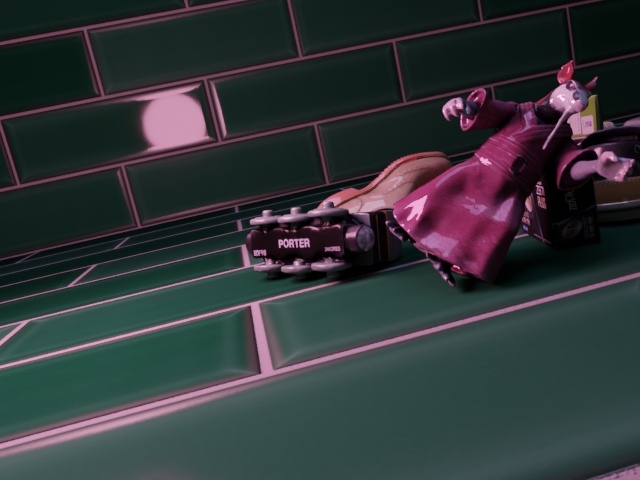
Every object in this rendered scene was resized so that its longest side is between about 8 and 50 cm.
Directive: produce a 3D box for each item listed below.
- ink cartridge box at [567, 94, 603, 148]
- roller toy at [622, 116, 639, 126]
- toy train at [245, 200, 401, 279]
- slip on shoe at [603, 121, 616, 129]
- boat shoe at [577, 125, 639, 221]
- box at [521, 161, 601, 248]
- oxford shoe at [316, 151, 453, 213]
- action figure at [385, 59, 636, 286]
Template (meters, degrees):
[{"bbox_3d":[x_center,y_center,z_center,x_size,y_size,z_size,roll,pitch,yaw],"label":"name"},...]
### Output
[{"bbox_3d":[0.537,-0.257,1.355,0.256,0.096,0.189,-4,-6,29],"label":"ink cartridge box"},{"bbox_3d":[0.878,-0.263,1.432,0.210,0.146,0.191,-8,11,26],"label":"roller toy"},{"bbox_3d":[0.000,0.000,1.121,0.190,0.142,0.334,-5,1,-43],"label":"toy train"},{"bbox_3d":[0.639,-0.202,1.519,0.332,0.101,0.123,-25,20,27],"label":"slip on shoe"},{"bbox_3d":[0.632,-0.162,1.169,0.187,0.155,0.500,-7,10,35],"label":"boat shoe"},{"bbox_3d":[0.407,-0.078,0.986,0.078,0.147,0.180,-11,11,5],"label":"box"},{"bbox_3d":[0.182,-0.084,1.333,0.397,0.140,0.146,-31,44,-19],"label":"oxford shoe"},{"bbox_3d":[0.293,-0.098,0.862,0.370,0.248,0.276,-49,-16,6],"label":"action figure"}]
